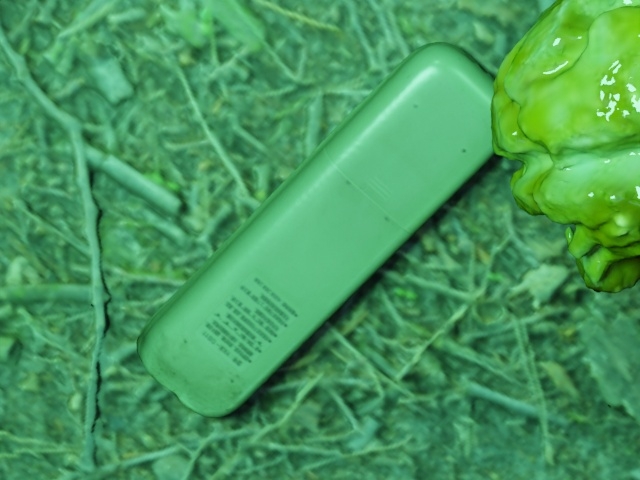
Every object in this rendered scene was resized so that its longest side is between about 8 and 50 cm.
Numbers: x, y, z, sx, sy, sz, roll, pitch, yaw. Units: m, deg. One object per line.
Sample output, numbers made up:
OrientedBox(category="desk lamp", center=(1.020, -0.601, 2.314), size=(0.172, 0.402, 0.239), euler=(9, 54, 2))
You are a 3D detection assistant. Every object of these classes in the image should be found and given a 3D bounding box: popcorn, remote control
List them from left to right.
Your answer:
OrientedBox(category="remote control", center=(-0.001, -0.001, 1.006), size=(0.090, 0.038, 0.309), euler=(41, 106, -11))
OrientedBox(category="popcorn", center=(0.210, -0.076, 0.882), size=(0.221, 0.204, 0.184), euler=(-6, 71, 2))
